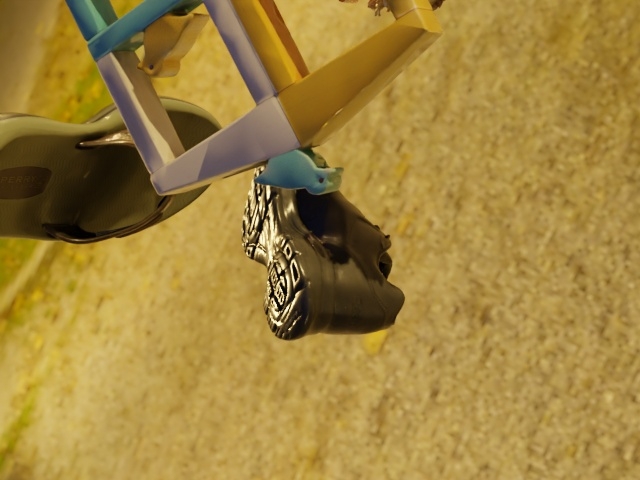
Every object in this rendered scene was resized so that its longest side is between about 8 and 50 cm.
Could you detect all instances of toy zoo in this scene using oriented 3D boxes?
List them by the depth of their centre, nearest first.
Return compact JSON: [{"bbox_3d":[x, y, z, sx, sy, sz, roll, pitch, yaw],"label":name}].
[{"bbox_3d":[-0.057,-0.158,0.792,0.192,0.293,0.030,-30,-7,24],"label":"toy zoo"}]

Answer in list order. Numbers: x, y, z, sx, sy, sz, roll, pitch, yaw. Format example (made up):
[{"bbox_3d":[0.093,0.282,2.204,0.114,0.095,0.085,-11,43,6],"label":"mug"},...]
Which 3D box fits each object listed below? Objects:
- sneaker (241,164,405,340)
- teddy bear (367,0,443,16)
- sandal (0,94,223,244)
[{"bbox_3d":[0.000,0.000,1.353,0.286,0.130,0.109,-106,30,-48],"label":"sneaker"},{"bbox_3d":[0.085,-0.320,1.283,0.245,0.113,0.338,-44,23,34],"label":"teddy bear"},{"bbox_3d":[-0.167,-0.041,1.083,0.303,0.086,0.120,-17,-54,-58],"label":"sandal"}]
